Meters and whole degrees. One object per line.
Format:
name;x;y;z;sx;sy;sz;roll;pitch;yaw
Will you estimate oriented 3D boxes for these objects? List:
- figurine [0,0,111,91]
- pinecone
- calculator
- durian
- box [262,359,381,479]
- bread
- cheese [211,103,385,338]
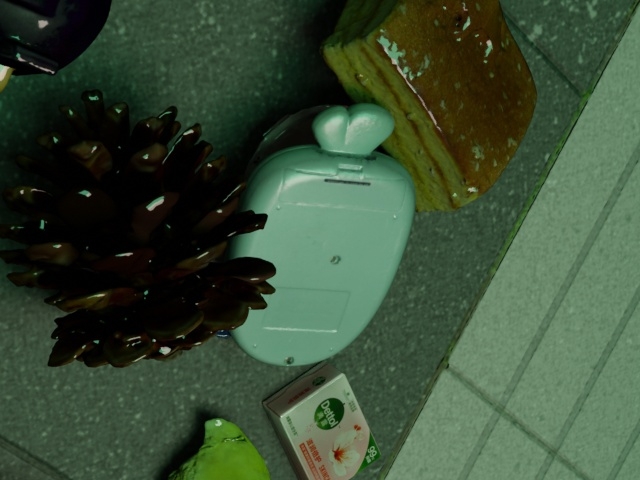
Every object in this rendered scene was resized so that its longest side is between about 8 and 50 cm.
figurine;-0.260;-0.220;1.301;0.143;0.308;0.308;-12;112;-32
pinecone;-0.177;-0.007;1.447;0.264;0.264;0.264;-10;112;-27
calculator;0.000;0.000;1.579;0.184;0.042;0.295;4;119;-23
durian;-0.110;0.315;1.677;0.139;0.101;0.250;23;95;-33
box;0.002;0.204;1.739;0.089;0.043;0.125;-34;121;-16
bread;0.118;-0.170;1.605;0.234;0.110;0.184;56;48;-33
cheese;-0.025;-0.024;1.627;0.286;0.074;0.189;-46;123;-4
